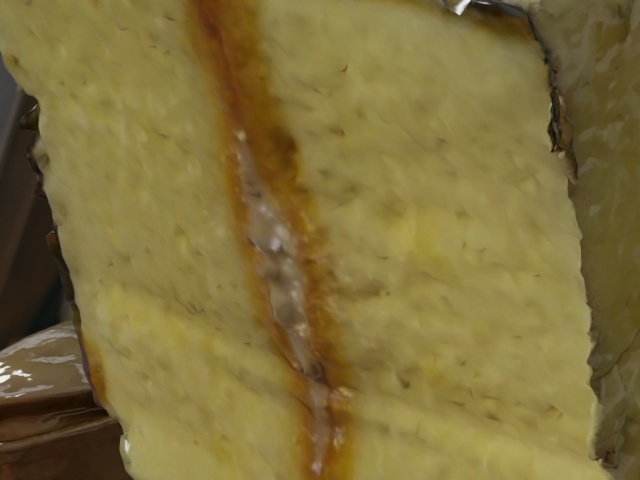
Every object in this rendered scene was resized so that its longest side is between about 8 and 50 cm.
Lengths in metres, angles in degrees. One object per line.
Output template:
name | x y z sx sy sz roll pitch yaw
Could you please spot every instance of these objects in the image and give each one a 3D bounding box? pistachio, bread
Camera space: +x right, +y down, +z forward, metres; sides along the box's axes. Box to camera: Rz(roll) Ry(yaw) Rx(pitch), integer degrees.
pistachio | -0.111 0.114 1.142 0.163 0.212 0.260 68 14 12
bread | 0.000 0.000 0.645 0.263 0.198 0.236 16 -19 39
